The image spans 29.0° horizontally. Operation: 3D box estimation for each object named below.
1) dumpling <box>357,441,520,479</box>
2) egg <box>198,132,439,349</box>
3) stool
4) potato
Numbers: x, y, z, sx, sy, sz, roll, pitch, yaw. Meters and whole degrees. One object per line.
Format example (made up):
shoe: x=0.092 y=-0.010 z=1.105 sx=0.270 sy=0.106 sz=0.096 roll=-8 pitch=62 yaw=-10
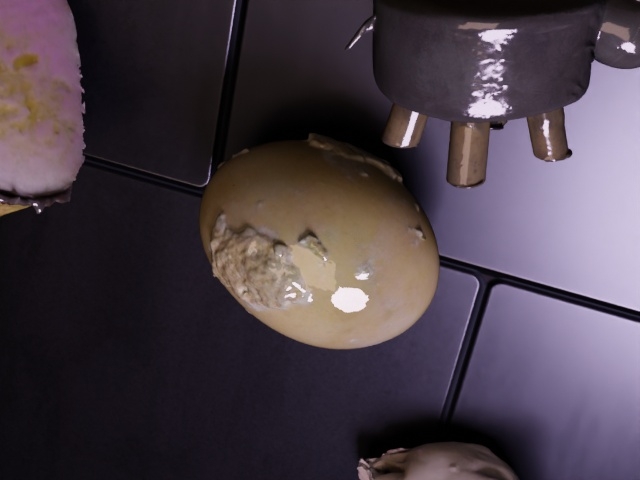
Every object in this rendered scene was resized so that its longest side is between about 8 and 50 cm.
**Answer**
dumpling: x=0.125 y=0.254 z=1.126 sx=0.199 sy=0.118 sz=0.136 roll=16 pitch=142 yaw=39
egg: x=-0.002 y=0.003 z=0.989 sx=0.201 sy=0.164 sz=0.164 roll=29 pitch=122 yaw=-1
stool: x=0.138 y=-0.125 z=0.878 sx=0.228 sy=0.153 sz=0.139 roll=5 pitch=120 yaw=13
potato: x=-0.336 y=-0.093 z=1.005 sx=0.266 sy=0.229 sz=0.229 roll=-20 pitch=112 yaw=36
